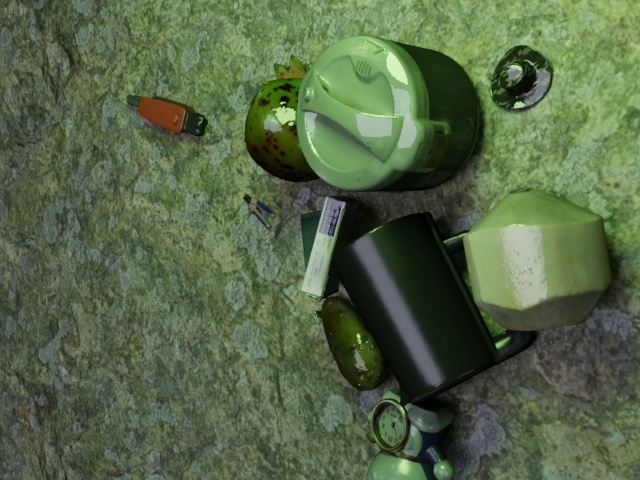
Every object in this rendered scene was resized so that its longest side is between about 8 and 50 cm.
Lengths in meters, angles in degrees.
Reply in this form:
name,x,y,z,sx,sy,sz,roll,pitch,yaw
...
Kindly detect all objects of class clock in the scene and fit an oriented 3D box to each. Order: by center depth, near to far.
name,x,y,z,sx,sy,sz,roll,pitch,yaw
clock,0.174,0.420,1.446,0.200,0.147,0.243,17,100,45

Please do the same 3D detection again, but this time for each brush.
name,x,y,z,sx,sy,sz,roll,pitch,yaw
brush,-0.413,-0.334,1.974,0.323,0.051,0.070,23,111,38

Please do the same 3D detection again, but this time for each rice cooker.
name,x,y,z,sx,sy,sz,roll,pitch,yaw
rice cooker,0.120,-0.218,1.362,0.288,0.277,0.288,5,97,40

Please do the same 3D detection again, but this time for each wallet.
name,x,y,z,sx,sy,sz,roll,pitch,yaw
wallet,0.000,0.000,1.648,0.088,0.026,0.129,-8,86,36

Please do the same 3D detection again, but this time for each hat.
name,x,y,z,sx,sy,sz,roll,pitch,yaw
hat,0.337,-0.283,1.315,0.121,0.050,0.121,6,99,43

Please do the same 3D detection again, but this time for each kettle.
name,x,y,z,sx,sy,sz,roll,pitch,yaw
kettle,0.203,0.117,1.400,0.308,0.262,0.203,63,163,15

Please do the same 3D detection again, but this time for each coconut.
name,x,y,z,sx,sy,sz,roll,pitch,yaw
coconut,0.350,0.023,1.220,0.241,0.241,0.241,3,95,41

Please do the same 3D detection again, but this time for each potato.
name,x,y,z,sx,sy,sz,roll,pitch,yaw
potato,0.064,0.209,1.564,0.225,0.090,0.117,59,133,30

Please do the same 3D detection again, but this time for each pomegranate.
name,x,y,z,sx,sy,sz,roll,pitch,yaw
pomegranate,-0.066,-0.255,1.554,0.231,0.231,0.285,-44,65,34

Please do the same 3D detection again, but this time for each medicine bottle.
name,x,y,z,sx,sy,sz,roll,pitch,yaw
medicine bottle,0.027,0.012,1.525,0.052,0.171,0.201,16,98,12

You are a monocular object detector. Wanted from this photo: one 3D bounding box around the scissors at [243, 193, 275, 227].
name,x,y,z,sx,sy,sz,roll,pitch,yaw
scissors,-0.148,-0.075,1.783,0.113,0.012,0.039,41,118,32
